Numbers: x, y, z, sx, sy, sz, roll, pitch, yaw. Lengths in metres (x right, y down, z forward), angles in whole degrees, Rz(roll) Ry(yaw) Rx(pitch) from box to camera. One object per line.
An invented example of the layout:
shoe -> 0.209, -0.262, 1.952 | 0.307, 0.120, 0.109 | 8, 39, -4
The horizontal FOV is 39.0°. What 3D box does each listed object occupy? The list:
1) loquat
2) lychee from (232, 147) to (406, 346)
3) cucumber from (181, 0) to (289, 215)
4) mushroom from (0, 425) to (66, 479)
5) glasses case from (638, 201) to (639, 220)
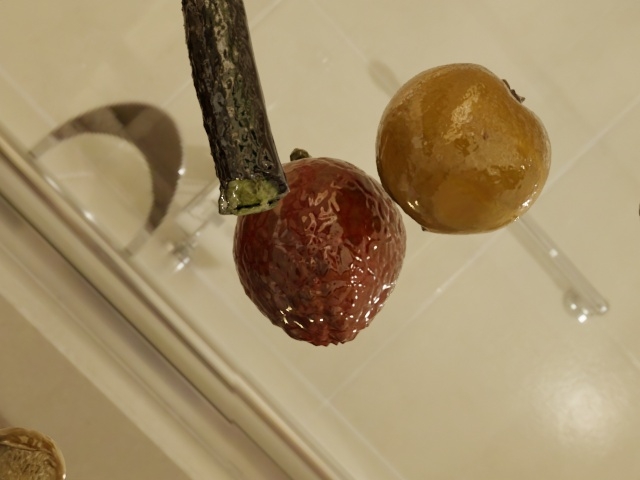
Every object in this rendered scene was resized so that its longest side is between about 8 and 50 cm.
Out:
loquat -> 0.166, -0.105, 1.064 | 0.208, 0.208, 0.208 | -42, -171, 8
lychee -> 0.000, 0.000, 1.217 | 0.255, 0.255, 0.300 | -32, -136, 50
cucumber -> -0.082, -0.144, 0.764 | 0.067, 0.245, 0.067 | -13, 177, -1
mushroom -> -0.299, 0.289, 0.666 | 0.122, 0.095, 0.351 | -10, -146, 25
glasses case -> 0.371, 0.010, 0.887 | 0.073, 0.194, 0.049 | -19, -130, 32
